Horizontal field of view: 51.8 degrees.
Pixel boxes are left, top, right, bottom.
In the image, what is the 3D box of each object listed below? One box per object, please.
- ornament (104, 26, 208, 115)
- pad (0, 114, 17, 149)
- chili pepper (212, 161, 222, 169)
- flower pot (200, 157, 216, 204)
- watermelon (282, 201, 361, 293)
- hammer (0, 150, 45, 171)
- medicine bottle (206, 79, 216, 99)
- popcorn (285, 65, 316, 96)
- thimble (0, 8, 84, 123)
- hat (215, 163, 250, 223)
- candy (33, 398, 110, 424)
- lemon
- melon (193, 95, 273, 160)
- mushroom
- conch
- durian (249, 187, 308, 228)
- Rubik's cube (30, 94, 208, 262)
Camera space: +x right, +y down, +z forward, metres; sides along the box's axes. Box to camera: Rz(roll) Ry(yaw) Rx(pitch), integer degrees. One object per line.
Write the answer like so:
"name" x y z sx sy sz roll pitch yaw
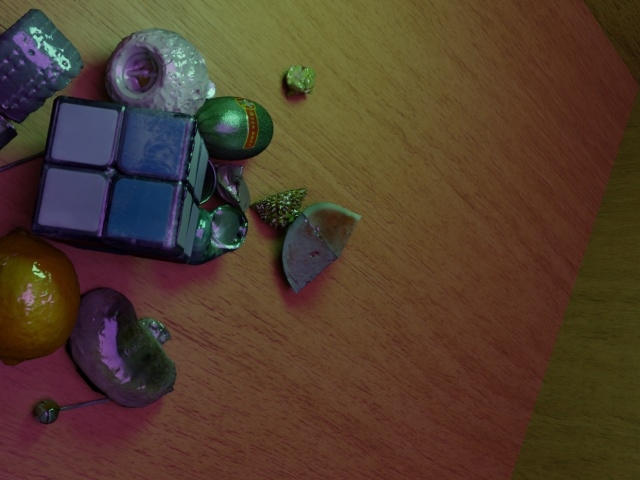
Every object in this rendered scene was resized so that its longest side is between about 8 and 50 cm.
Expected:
"ornament" -0.412 -0.405 1.680 0.225 0.260 0.259 -11 98 -75
"pad" -0.815 -0.219 1.455 0.233 0.022 0.174 -47 118 -2
"chili pepper" -0.316 -0.193 1.885 0.091 0.030 0.034 -51 138 -25
"flower pot" -0.375 -0.164 1.790 0.158 0.107 0.157 4 84 -39
"watermelon" 0.000 0.000 2.038 0.260 0.176 0.255 -56 155 -49
"hammer" -0.698 -0.204 1.594 0.292 0.029 0.058 -33 111 -35
"medicine bottle" -0.336 -0.415 1.834 0.057 0.089 0.057 1 88 -38
"popcorn" -0.062 -0.499 2.055 0.097 0.089 0.109 24 61 1
"thimble" -0.674 -0.394 1.498 0.236 0.205 0.172 -48 117 -19
"hat" -0.255 -0.118 1.892 0.147 0.085 0.175 -90 173 -47
"candy" -0.610 0.414 1.640 0.203 0.061 0.061 0 90 -46
"lemon" -0.665 0.124 1.471 0.254 0.254 0.310 5 86 -38
"melon" -0.241 -0.313 1.846 0.288 0.182 0.182 -10 95 -51
"mushroom" -0.493 0.280 1.678 0.248 0.130 0.344 -31 108 -29
"conch" -0.324 -0.024 1.802 0.202 0.134 0.196 40 62 -46
"durian" -0.100 -0.094 1.994 0.187 0.119 0.108 -21 98 -37
"Rubik's cube" -0.447 -0.127 1.537 0.319 0.313 0.315 9 83 -2
